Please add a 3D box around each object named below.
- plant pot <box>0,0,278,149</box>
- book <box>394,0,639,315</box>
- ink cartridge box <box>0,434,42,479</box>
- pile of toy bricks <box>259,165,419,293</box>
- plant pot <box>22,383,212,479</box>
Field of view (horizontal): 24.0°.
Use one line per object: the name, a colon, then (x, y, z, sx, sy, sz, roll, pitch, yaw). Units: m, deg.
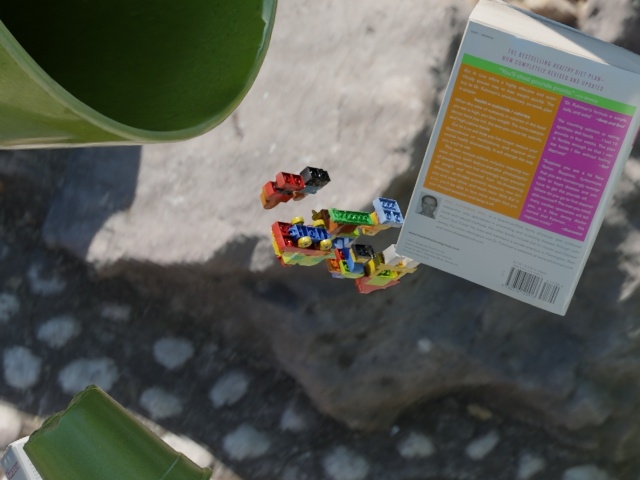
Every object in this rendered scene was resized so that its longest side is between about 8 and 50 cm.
plant pot: (-0.217, -0.160, 0.760, 0.275, 0.294, 0.274, 24, 62, -56)
book: (0.102, -0.038, 0.758, 0.096, 0.144, 0.035, 22, 34, 8)
ink cartridge box: (-0.257, 0.282, 1.553, 0.072, 0.127, 0.175, -23, 82, -23)
pile of toy bricks: (0.000, 0.000, 1.654, 0.212, 0.105, 0.118, 9, 53, -45)
plant pot: (-0.115, 0.122, 0.803, 0.079, 0.083, 0.083, 49, 60, -5)
